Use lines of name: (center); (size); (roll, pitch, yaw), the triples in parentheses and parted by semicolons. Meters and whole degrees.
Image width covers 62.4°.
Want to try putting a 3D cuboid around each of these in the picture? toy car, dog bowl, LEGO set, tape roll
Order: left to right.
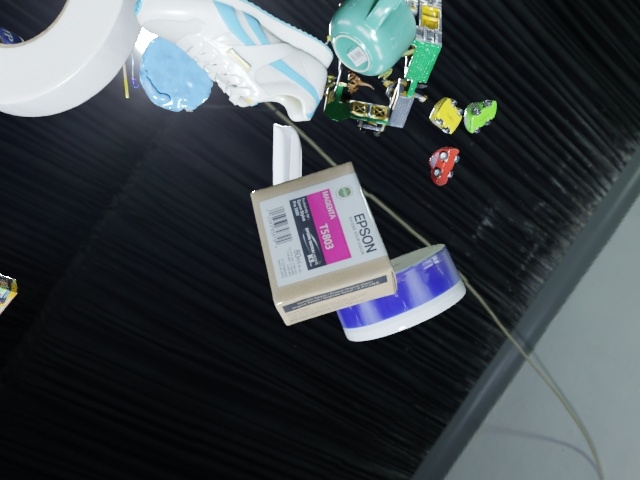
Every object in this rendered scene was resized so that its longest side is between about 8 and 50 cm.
tape roll: (-0.468, -0.394, 0.852); (0.392, 0.392, 0.072); (-56, -12, 3)
LEGO set: (0.135, -0.417, 1.174); (0.331, 0.254, 0.192); (91, -174, -58)
dog bowl: (0.157, 0.105, 1.095); (0.264, 0.104, 0.265); (-23, 0, 0)
toy car: (0.340, -0.276, 1.283); (0.225, 0.239, 0.053); (-36, 50, -23)

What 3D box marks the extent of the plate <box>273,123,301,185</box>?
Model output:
plate: (-0.099, -0.203, 1.578); (0.278, 0.045, 0.278); (-138, 48, -70)

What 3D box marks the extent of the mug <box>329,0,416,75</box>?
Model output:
mug: (0.076, -0.345, 0.862); (0.129, 0.158, 0.097); (31, 73, 27)

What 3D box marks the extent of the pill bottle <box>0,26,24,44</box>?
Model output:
pill bottle: (-0.935, -0.563, 1.548); (0.112, 0.112, 0.186); (-53, -13, 8)

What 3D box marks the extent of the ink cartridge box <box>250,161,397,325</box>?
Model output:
ink cartridge box: (0.000, 0.000, 0.890); (0.193, 0.088, 0.235); (-18, 56, 1)

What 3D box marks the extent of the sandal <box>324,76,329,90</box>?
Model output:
sandal: (-0.031, -0.571, 1.948); (0.179, 0.040, 0.067); (6, 95, 21)

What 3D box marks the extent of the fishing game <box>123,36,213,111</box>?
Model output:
fishing game: (-0.351, -0.413, 1.305); (0.041, 0.263, 0.189); (-128, 32, -67)

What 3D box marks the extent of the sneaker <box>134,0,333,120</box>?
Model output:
sneaker: (-0.092, -0.205, 0.589); (0.087, 0.228, 0.092); (9, 86, 62)

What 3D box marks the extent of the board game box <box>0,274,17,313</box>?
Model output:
board game box: (-0.686, 0.123, 0.990); (0.170, 0.141, 0.048); (-48, 47, 9)
